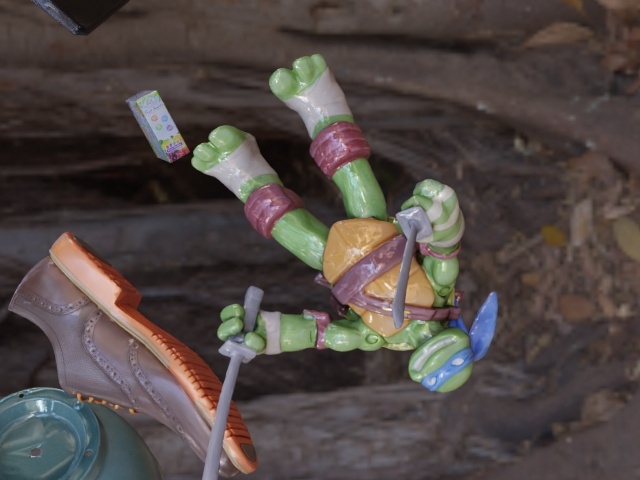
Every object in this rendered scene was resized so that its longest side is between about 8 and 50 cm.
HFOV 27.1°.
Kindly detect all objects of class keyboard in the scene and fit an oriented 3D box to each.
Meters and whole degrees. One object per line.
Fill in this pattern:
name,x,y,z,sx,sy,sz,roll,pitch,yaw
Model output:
keyboard,-0.202,-0.230,1.114,0.038,0.100,0.192,-41,10,32

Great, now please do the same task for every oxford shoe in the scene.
oxford shoe,-0.218,0.158,1.550,0.363,0.133,0.130,45,179,19

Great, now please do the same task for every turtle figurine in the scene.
turtle figurine,0.000,0.000,0.984,0.266,0.274,0.198,57,143,22

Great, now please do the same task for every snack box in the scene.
snack box,-0.238,-0.168,1.931,0.100,0.037,0.141,61,170,-13

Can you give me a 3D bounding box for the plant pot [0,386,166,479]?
plant pot,-0.355,0.313,1.727,0.196,0.293,0.293,84,175,-50
